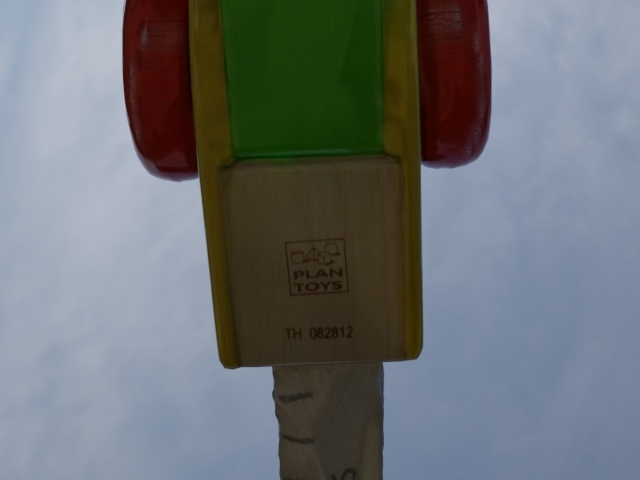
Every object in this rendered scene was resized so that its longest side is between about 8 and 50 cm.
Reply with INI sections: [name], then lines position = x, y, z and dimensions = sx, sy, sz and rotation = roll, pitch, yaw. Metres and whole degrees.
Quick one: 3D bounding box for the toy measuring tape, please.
[toy measuring tape]
position = 0.000, 0.000, 0.431
dimensions = 0.121, 0.121, 0.330
rotation = 28, -49, 45
